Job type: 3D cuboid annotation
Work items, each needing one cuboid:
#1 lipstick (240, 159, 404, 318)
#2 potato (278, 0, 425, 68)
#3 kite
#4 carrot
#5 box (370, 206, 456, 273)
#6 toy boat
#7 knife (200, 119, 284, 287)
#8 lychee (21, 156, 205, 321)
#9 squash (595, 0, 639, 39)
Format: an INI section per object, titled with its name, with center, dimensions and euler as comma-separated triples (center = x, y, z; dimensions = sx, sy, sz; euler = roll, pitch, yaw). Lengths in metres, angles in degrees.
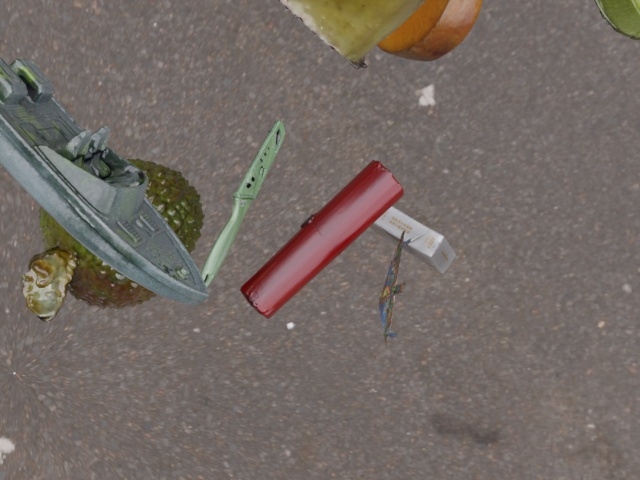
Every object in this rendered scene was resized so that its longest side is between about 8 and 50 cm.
[lipstick]
center = 0.000, 0.000, 1.112
dimensions = 0.279, 0.073, 0.073
euler = -43, 98, -4
[potato]
center = 0.065, -0.331, 0.754
dimensions = 0.229, 0.266, 0.229
euler = 42, 26, -26
[kite]
center = 0.105, 0.076, 1.129
dimensions = 0.010, 0.160, 0.183
euler = 10, 96, 19
[carrot]
center = 0.220, -0.533, 1.592
dimensions = 0.100, 0.258, 0.307
euler = -1, 116, -45
[box]
center = 0.215, -0.017, 1.893
dimensions = 0.233, 0.149, 0.067
euler = 33, 88, 29
[toy boat]
center = -0.231, -0.053, 0.792
dimensions = 0.092, 0.141, 0.319
euler = -41, 95, 12
[knife]
center = -0.119, -0.053, 1.133
dimensions = 0.043, 0.019, 0.293
euler = 47, 63, -51
[lychee]
center = -0.348, -0.009, 1.288
dimensions = 0.319, 0.270, 0.270
euler = -6, 83, -28
[squash]
center = 0.470, -0.382, 1.031
dimensions = 0.220, 0.133, 0.220
euler = -7, 103, -30
